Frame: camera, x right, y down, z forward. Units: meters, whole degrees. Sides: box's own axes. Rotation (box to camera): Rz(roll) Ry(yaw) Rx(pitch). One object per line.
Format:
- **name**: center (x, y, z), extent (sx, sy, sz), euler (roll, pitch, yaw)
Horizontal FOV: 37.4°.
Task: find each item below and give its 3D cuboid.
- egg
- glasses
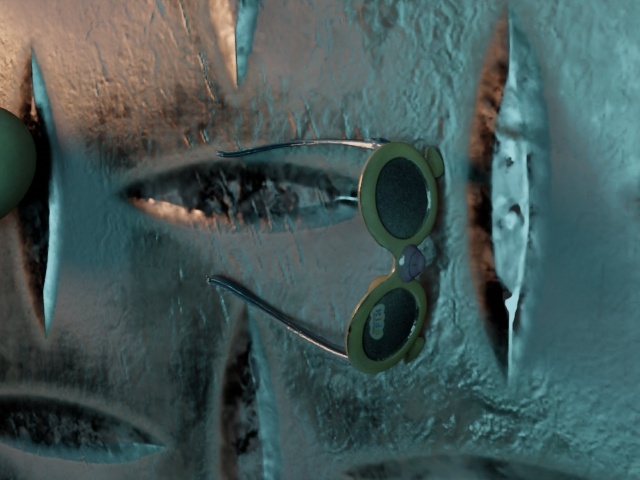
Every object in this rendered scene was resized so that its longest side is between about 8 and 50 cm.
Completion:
- **egg**: center (-0.349, -0.070, 0.940), extent (0.152, 0.114, 0.114), euler (-41, 77, 27)
- **glasses**: center (-0.017, 0.003, 0.789), extent (0.220, 0.088, 0.190), euler (10, 101, 27)
